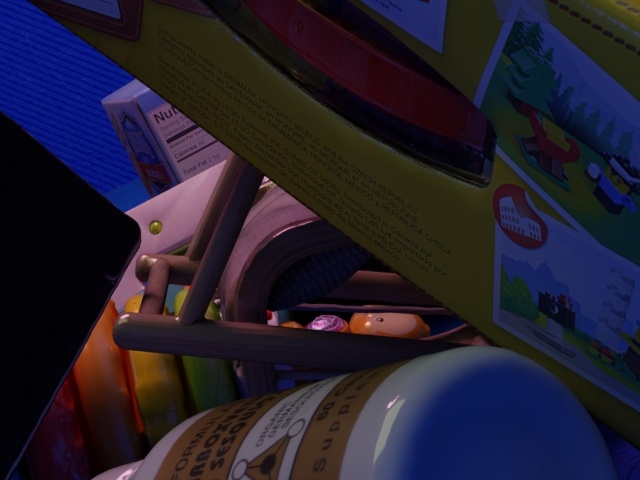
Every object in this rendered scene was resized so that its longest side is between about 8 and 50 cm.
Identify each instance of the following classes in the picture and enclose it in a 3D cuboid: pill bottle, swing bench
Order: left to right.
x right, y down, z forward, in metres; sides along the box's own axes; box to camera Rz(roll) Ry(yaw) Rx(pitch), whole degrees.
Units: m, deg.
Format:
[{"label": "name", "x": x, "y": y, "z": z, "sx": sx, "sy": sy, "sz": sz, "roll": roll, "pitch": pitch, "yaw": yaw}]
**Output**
[{"label": "pill bottle", "x": -0.005, "y": 0.123, "z": 0.698, "sx": 0.229, "sy": 0.131, "sz": 0.131, "roll": -19, "pitch": 13, "yaw": 47}, {"label": "swing bench", "x": 0.037, "y": 0.011, "z": 0.980, "sx": 0.253, "sy": 0.255, "sz": 0.165, "roll": -110, "pitch": 44, "yaw": -82}]

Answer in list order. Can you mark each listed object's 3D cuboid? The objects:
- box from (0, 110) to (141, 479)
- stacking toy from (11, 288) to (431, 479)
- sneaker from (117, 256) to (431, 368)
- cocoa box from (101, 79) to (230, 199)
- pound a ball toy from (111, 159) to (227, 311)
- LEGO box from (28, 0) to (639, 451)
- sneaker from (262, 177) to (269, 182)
[{"label": "box", "x": -0.335, "y": 0.083, "z": 0.974, "sx": 0.395, "sy": 0.212, "sz": 0.293, "roll": -15, "pitch": 40, "yaw": 49}, {"label": "stacking toy", "x": -0.076, "y": 0.090, "z": 1.144, "sx": 0.302, "sy": 0.165, "sz": 0.175, "roll": -14, "pitch": 18, "yaw": -2}, {"label": "sneaker", "x": -0.048, "y": 0.057, "z": 1.265, "sx": 0.302, "sy": 0.108, "sz": 0.121, "roll": -25, "pitch": 5, "yaw": 10}, {"label": "cocoa box", "x": -0.056, "y": -0.096, "z": 1.748, "sx": 0.231, "sy": 0.228, "sz": 0.347, "roll": -30, "pitch": 9, "yaw": -8}, {"label": "pound a ball toy", "x": 0.000, "y": 0.000, "z": 1.479, "sx": 0.319, "sy": 0.135, "sz": 0.208, "roll": -26, "pitch": -16, "yaw": 15}, {"label": "LEGO box", "x": 0.130, "y": -0.161, "z": 0.786, "sx": 0.372, "sy": 0.193, "sz": 0.500, "roll": -34, "pitch": 56, "yaw": -31}, {"label": "sneaker", "x": 0.048, "y": -0.044, "z": 1.169, "sx": 0.217, "sy": 0.079, "sz": 0.121, "roll": -38, "pitch": 22, "yaw": -28}]
